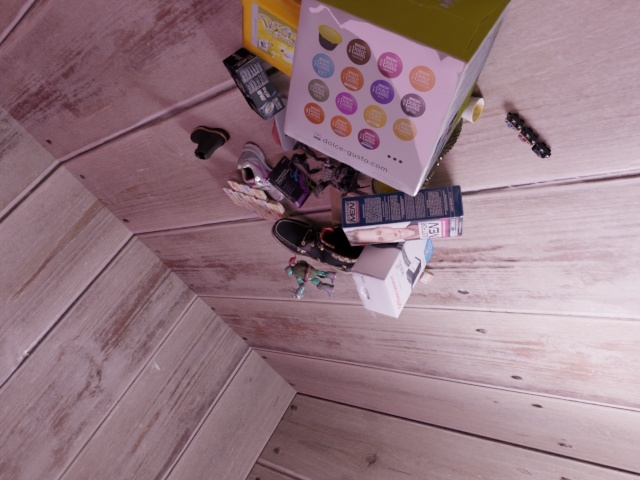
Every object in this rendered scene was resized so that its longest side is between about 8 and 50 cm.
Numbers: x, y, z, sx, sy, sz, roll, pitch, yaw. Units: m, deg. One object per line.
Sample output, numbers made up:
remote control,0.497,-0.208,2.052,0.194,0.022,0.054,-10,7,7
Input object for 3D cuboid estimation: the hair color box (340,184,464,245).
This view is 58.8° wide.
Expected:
hair color box,0.246,-0.069,1.699,0.347,0.105,0.174,-5,160,11

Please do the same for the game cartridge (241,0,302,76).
game cartridge,-0.083,-0.542,1.489,0.285,0.053,0.324,33,166,2

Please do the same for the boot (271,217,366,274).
boot,0.000,0.000,2.144,0.377,0.138,0.284,30,166,-2

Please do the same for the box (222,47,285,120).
box,-0.200,-0.468,1.702,0.180,0.077,0.147,58,174,-37

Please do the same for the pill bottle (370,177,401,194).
pill bottle,0.245,-0.190,1.694,0.119,0.119,0.208,37,151,-7

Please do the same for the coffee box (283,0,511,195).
coffee box,0.159,-0.375,1.232,0.337,0.338,0.334,27,139,11

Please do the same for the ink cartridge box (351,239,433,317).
ink cartridge box,0.245,0.065,1.881,0.129,0.307,0.223,15,146,31

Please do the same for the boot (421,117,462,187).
boot,0.227,-0.282,1.564,0.089,0.236,0.269,34,-179,-42

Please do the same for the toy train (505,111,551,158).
toy train,0.514,-0.261,1.415,0.158,0.027,0.036,41,161,-14

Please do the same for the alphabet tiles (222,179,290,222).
alphabet tiles,-0.261,-0.149,2.305,0.284,0.021,0.278,20,160,25

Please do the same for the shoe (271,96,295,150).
shoe,-0.129,-0.381,1.837,0.081,0.063,0.178,40,145,50

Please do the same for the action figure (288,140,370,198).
action figure,0.022,-0.213,1.866,0.275,0.141,0.164,33,140,4

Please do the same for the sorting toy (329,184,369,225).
sorting toy,0.125,-0.105,2.034,0.193,0.038,0.208,23,145,19

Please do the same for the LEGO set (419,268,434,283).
LEGO set,0.276,0.102,2.124,0.287,0.132,0.107,-3,175,5

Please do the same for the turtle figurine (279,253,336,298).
turtle figurine,-0.058,0.144,2.230,0.234,0.175,0.118,15,151,-1

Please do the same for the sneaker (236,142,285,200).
sneaker,-0.227,-0.233,2.109,0.103,0.111,0.252,-5,134,48

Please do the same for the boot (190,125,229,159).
boot,-0.450,-0.358,2.120,0.198,0.137,0.077,4,139,43

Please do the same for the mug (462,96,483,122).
mug,0.366,-0.329,1.428,0.064,0.062,0.078,26,145,29

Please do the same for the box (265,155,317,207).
box,-0.102,-0.209,2.017,0.162,0.116,0.029,39,149,-11
